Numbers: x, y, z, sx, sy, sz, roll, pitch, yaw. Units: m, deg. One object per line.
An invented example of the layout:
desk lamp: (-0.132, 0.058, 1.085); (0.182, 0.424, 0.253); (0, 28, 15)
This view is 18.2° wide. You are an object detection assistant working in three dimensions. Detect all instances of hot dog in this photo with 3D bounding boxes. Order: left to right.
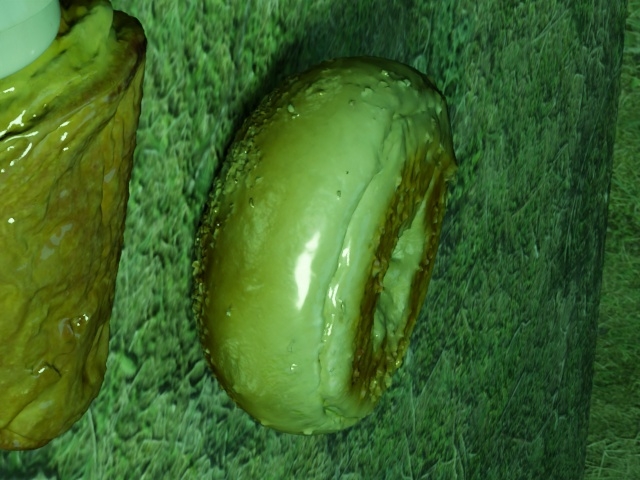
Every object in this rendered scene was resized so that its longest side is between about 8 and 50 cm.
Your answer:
hot dog: (-0.168, -0.018, 1.106); (0.196, 0.122, 0.272); (-60, 164, -47)

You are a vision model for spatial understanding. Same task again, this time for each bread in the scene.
bread: (0.000, 0.000, 1.564); (0.305, 0.158, 0.306); (-49, 148, -46)

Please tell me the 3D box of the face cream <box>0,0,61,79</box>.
face cream: (-0.184, -0.137, 0.969); (0.117, 0.117, 0.104); (-54, 145, -48)
